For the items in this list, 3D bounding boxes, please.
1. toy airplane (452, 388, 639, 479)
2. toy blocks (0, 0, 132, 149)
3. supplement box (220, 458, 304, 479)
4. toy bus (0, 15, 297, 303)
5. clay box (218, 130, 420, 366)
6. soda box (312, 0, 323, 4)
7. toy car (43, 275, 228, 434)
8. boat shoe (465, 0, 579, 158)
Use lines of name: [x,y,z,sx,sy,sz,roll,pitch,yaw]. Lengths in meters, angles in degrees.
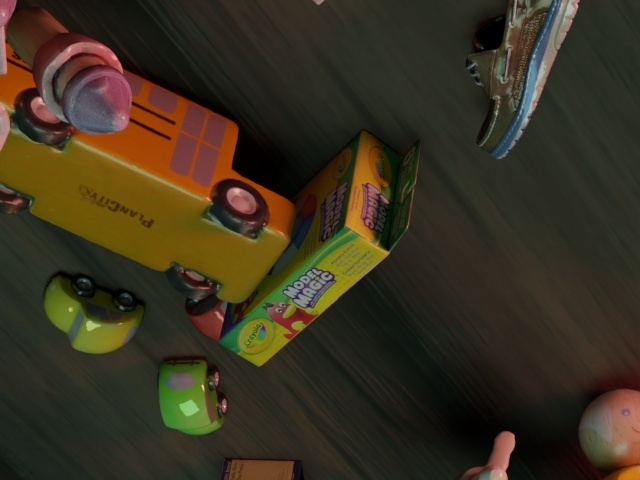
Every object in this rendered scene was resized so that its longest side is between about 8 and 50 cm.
toy airplane: [0.294,0.281,1.744,0.384,0.272,0.386,-9,169,31]
toy blocks: [-0.278,-0.175,1.251,0.309,0.260,0.289,-14,123,-24]
supplement box: [-0.062,0.277,1.882,0.083,0.083,0.056,0,133,8]
toy bus: [-0.184,-0.073,1.534,0.332,0.130,0.108,25,131,-14]
clay box: [0.000,0.000,1.577,0.053,0.127,0.222,31,130,-19]
soda box: [0.060,-0.292,1.273,0.092,0.083,0.263,41,113,-18]
toy car: [-0.140,0.121,1.766,0.239,0.053,0.225,-3,133,12]
boat shoe: [0.153,-0.150,1.459,0.066,0.066,0.183,18,124,-2]
